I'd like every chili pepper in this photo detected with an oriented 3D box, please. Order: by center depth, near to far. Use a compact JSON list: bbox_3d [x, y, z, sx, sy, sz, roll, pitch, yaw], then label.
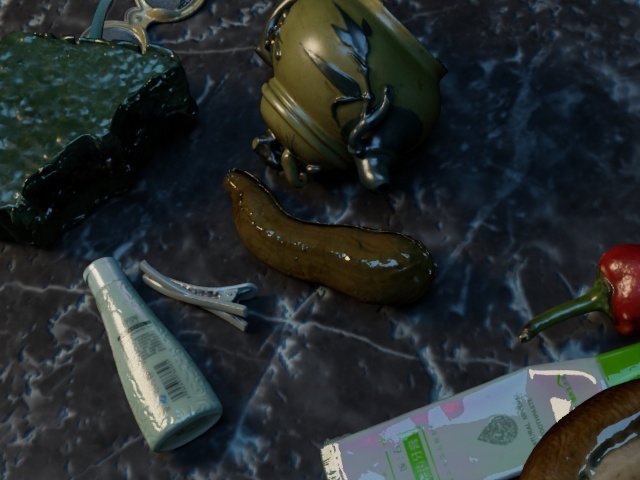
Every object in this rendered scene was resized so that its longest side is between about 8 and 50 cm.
[{"bbox_3d":[0.357,0.069,0.896,0.368,0.092,0.137,15,64,17],"label":"chili pepper"}]

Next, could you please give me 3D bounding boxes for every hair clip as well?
[{"bbox_3d":[-0.110,0.043,1.010,0.115,0.030,0.039,19,44,16],"label":"hair clip"}]

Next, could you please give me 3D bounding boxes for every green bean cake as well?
[{"bbox_3d":[-0.236,-0.089,1.061,0.193,0.107,0.208,11,62,10],"label":"green bean cake"}]

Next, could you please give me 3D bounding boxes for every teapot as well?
[{"bbox_3d":[0.007,-0.141,1.041,0.182,0.173,0.269,-46,50,8],"label":"teapot"}]

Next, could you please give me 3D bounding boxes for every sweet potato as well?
[{"bbox_3d":[-0.005,0.003,1.003,0.233,0.062,0.081,23,49,24],"label":"sweet potato"}]

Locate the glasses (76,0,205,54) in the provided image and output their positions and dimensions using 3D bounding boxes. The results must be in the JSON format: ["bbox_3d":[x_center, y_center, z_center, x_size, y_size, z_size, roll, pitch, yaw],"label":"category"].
[{"bbox_3d":[-0.153,-0.255,1.112,0.088,0.220,0.190,42,65,-15],"label":"glasses"}]

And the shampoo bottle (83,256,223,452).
[{"bbox_3d":[-0.157,0.093,0.976,0.069,0.041,0.191,-32,60,-6],"label":"shampoo bottle"}]

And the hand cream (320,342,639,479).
[{"bbox_3d":[0.134,0.153,0.889,0.275,0.050,0.079,-22,31,7],"label":"hand cream"}]

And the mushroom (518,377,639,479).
[{"bbox_3d":[0.254,0.213,0.775,0.253,0.153,0.253,0,67,1],"label":"mushroom"}]
